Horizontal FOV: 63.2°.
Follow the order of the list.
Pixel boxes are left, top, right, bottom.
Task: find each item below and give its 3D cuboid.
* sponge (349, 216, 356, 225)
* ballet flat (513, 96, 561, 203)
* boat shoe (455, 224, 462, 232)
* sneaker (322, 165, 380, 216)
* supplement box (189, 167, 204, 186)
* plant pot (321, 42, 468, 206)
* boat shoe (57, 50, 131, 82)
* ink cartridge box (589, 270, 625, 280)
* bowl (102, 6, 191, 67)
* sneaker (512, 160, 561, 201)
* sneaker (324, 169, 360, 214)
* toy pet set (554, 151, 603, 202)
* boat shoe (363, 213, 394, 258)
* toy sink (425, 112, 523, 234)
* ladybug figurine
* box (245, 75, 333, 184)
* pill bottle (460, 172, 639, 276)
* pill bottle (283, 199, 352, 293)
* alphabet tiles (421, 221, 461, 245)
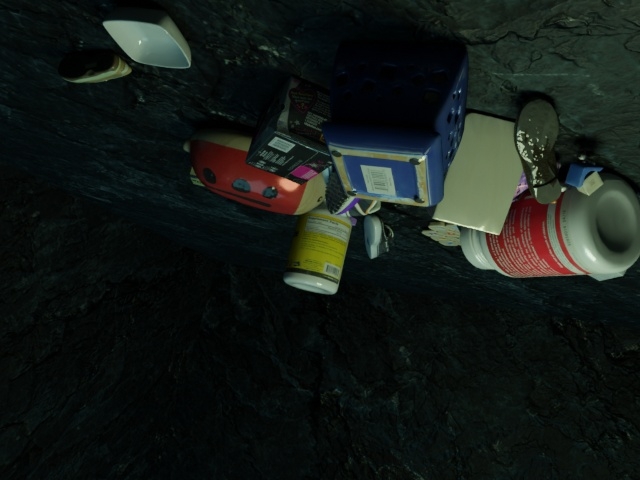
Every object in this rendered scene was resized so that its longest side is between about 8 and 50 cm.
[{"bbox_3d":[0.031,-0.102,1.971,0.117,0.031,0.210,2,163,43],"label":"sponge"},{"bbox_3d":[0.429,-0.177,1.025,0.084,0.058,0.250,-19,129,16],"label":"ballet flat"},{"bbox_3d":[0.507,0.003,1.633,0.121,0.119,0.335,-20,152,35],"label":"boat shoe"},{"bbox_3d":[0.089,-0.171,1.407,0.127,0.126,0.321,-3,157,15],"label":"sneaker"},{"bbox_3d":[-0.392,-0.231,1.733,0.056,0.083,0.083,13,166,0],"label":"supplement box"},{"bbox_3d":[0.134,-0.198,0.953,0.236,0.212,0.236,9,156,18],"label":"plant pot"},{"bbox_3d":[-0.527,-0.396,1.219,0.190,0.068,0.072,8,178,25],"label":"boat shoe"},{"bbox_3d":[0.936,0.074,1.805,0.179,0.045,0.145,31,169,4],"label":"ink cartridge box"},{"bbox_3d":[-0.327,-0.399,1.008,0.142,0.053,0.142,12,167,13],"label":"bowl"},{"bbox_3d":[0.451,-0.134,1.224,0.095,0.105,0.236,22,164,-27],"label":"sneaker"},{"bbox_3d":[0.131,-0.156,1.254,0.146,0.102,0.293,8,139,-34],"label":"sneaker"},{"bbox_3d":[0.523,-0.137,1.091,0.065,0.122,0.114,46,-174,-24],"label":"toy pet set"},{"bbox_3d":[0.229,-0.021,1.981,0.102,0.108,0.301,-18,153,-4],"label":"boat shoe"},{"bbox_3d":[0.341,-0.153,1.137,0.152,0.234,0.131,13,-163,-1],"label":"toy sink"},{"bbox_3d":[-0.181,-0.190,1.511,0.449,0.162,0.305,16,167,-10],"label":"ladybug figurine"},{"bbox_3d":[-0.056,-0.244,1.195,0.163,0.142,0.247,19,165,-19],"label":"box"},{"bbox_3d":[0.557,-0.022,1.315,0.229,0.229,0.407,19,166,-24],"label":"pill bottle"},{"bbox_3d":[0.000,0.000,1.754,0.188,0.334,0.188,13,167,3],"label":"pill bottle"},{"bbox_3d":[0.519,-0.014,1.862,0.284,0.021,0.278,24,164,-39],"label":"alphabet tiles"}]
